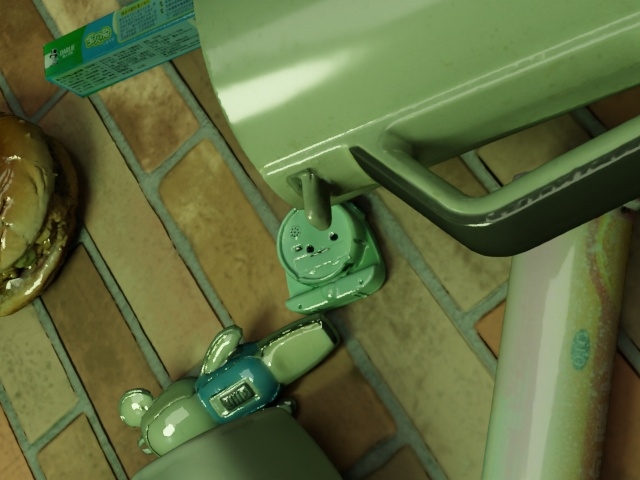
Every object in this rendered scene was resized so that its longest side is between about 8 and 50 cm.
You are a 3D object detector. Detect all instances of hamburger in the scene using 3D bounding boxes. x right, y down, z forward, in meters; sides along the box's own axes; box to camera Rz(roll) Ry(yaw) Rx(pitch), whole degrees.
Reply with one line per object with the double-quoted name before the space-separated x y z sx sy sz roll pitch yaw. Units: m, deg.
"hamburger" -0.408 -0.031 1.006 0.286 0.146 0.243 -33 61 20

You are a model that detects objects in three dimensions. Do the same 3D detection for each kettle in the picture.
"kettle" 0.121 -0.153 0.670 0.376 0.250 0.361 -18 51 22

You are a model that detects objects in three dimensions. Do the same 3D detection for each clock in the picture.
"clock" 0.000 0.000 0.844 0.101 0.041 0.135 -25 71 21

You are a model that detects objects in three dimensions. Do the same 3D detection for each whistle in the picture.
"whistle" -0.085 0.144 0.846 0.235 0.077 0.114 -34 97 12

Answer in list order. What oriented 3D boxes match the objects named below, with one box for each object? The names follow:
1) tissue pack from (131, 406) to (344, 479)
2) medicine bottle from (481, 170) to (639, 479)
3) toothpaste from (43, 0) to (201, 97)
"tissue pack" -0.118 0.319 0.740 0.333 0.229 0.236 -35 76 18
"medicine bottle" 0.180 0.163 0.694 0.108 0.108 0.426 7 86 28
"toothpaste" -0.190 -0.234 0.969 0.266 0.065 0.050 -17 74 24
